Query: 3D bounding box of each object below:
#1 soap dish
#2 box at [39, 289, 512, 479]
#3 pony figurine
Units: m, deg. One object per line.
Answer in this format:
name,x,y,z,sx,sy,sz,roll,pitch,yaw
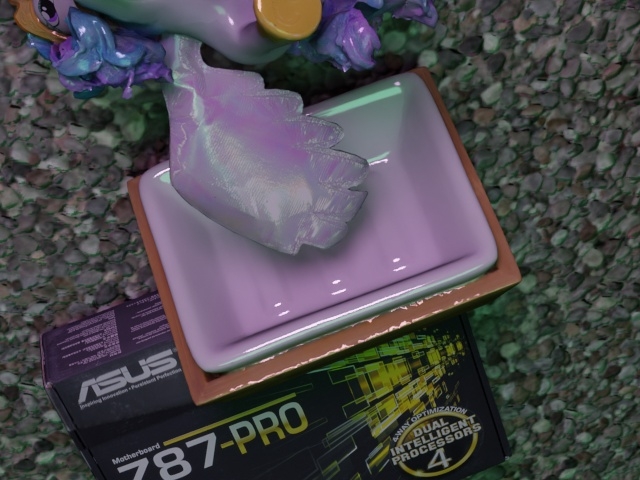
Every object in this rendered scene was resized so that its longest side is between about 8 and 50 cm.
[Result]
soap dish,0.000,0.000,1.256,0.291,0.228,0.118,-21,154,0
box,-0.034,0.158,1.432,0.395,0.097,0.318,-20,124,-1
pony figurine,-0.062,-0.171,1.052,0.351,0.363,0.302,17,80,-20
